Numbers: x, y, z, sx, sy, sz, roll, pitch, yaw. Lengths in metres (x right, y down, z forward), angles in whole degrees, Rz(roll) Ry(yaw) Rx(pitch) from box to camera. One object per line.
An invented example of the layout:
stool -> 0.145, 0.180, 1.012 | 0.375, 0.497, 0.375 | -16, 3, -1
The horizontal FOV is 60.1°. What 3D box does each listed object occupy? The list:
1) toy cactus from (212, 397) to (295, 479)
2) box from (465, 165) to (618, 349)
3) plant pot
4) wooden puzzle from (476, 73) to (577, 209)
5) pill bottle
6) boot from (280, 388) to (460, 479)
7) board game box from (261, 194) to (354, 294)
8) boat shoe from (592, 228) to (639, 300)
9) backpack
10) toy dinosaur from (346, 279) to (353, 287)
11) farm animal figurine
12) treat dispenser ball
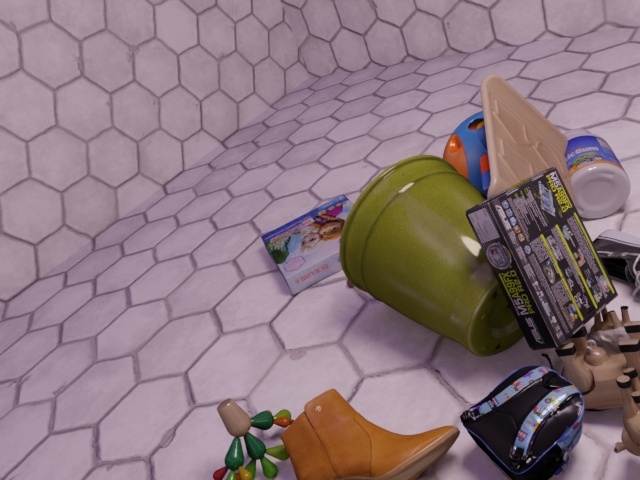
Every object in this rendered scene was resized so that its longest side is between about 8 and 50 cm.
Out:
toy cactus -> -0.141, 0.389, 1.089 | 0.219, 0.181, 0.112 | -40, 13, -36
box -> 0.399, 0.026, 0.989 | 0.216, 0.270, 0.060 | -26, 0, -33
plant pot -> 0.288, 0.053, 1.194 | 0.366, 0.367, 0.353 | -32, 43, -14
wooden puzzle -> 0.457, -0.157, 1.242 | 0.080, 0.322, 0.348 | -29, 42, 45
pill bottle -> 0.691, -0.188, 1.446 | 0.152, 0.152, 0.272 | -13, 31, 18
boot -> 0.078, 0.350, 1.005 | 0.295, 0.104, 0.211 | -33, 51, -2
board game box -> 0.000, 0.000, 1.720 | 0.318, 0.066, 0.318 | -28, 30, -8
boat shoe -> 0.660, 0.058, 1.111 | 0.104, 0.113, 0.306 | -37, 29, -10
backpack -> 0.345, 0.300, 0.907 | 0.173, 0.117, 0.158 | -40, 30, -8
toy dinosaur -> 0.111, 0.099, 1.529 | 0.082, 0.047, 0.090 | -28, -5, 11
farm animal figurine -> 0.516, 0.233, 0.871 | 0.330, 0.172, 0.326 | -25, 8, -30
treat dispenser ball -> 0.476, -0.210, 1.496 | 0.287, 0.288, 0.288 | -18, 30, 10
